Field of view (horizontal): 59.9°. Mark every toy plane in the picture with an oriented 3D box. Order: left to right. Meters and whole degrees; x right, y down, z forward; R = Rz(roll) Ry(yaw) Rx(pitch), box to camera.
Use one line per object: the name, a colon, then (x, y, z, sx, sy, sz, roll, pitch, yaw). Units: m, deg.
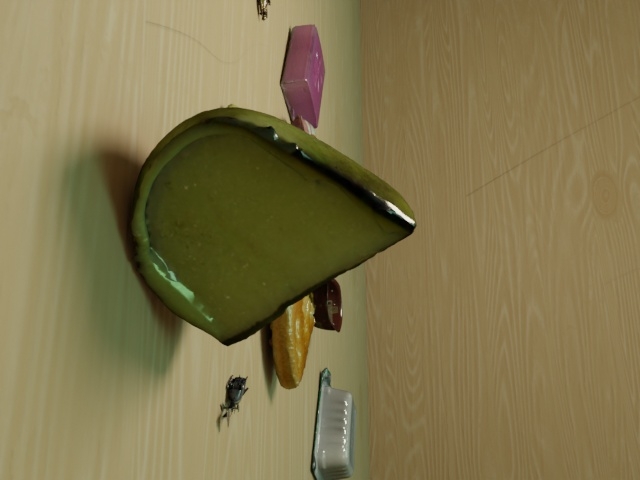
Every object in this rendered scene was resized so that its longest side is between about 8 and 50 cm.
toy plane: (-0.152, 0.279, 0.994, 0.120, 0.031, 0.049, -70, 164, -71)

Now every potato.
potato: (-0.095, -0.063, 0.753, 0.280, 0.330, 0.213, 46, 19, -27)

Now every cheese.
cheese: (-0.049, -0.229, 1.520, 0.286, 0.074, 0.189, 92, -12, -63)

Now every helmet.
helmet: (-0.003, 0.188, 1.598, 0.175, 0.106, 0.155, 58, 29, -65)

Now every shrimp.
shrimp: (-0.132, -0.571, 1.323, 0.083, 0.023, 0.114, 10, 74, -82)

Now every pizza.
pizza: (-0.069, 0.187, 1.307, 0.229, 0.081, 0.289, -17, 105, -73)

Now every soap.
soap: (-0.045, -0.470, 1.601, 0.181, 0.081, 0.259, 74, 17, -51)

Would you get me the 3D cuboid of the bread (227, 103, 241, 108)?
bread: (-0.141, -0.134, 0.966, 0.266, 0.142, 0.178, -79, 147, -58)

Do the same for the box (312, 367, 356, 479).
box: (0.056, 0.627, 1.810, 0.264, 0.106, 0.336, 75, 16, -48)
